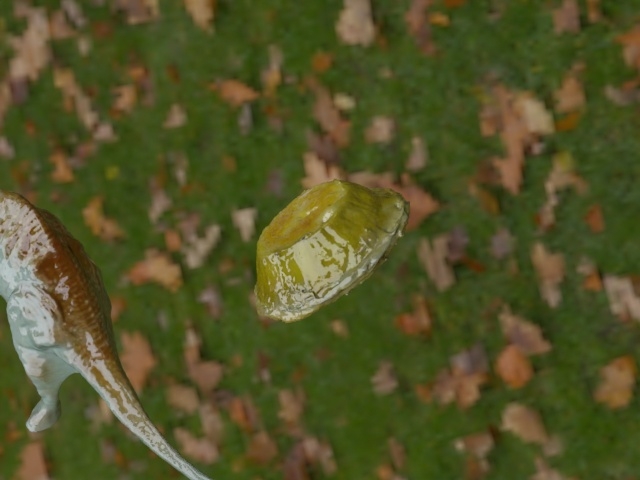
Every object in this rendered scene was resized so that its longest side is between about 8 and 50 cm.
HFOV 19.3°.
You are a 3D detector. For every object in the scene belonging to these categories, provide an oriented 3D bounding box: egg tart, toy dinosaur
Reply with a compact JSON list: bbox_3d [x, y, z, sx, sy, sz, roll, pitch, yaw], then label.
[{"bbox_3d":[0.000,0.000,1.016,0.039,0.105,0.105,52,155,-23],"label":"egg tart"},{"bbox_3d":[-0.193,0.075,1.449,0.393,0.092,0.205,50,150,26],"label":"toy dinosaur"}]
